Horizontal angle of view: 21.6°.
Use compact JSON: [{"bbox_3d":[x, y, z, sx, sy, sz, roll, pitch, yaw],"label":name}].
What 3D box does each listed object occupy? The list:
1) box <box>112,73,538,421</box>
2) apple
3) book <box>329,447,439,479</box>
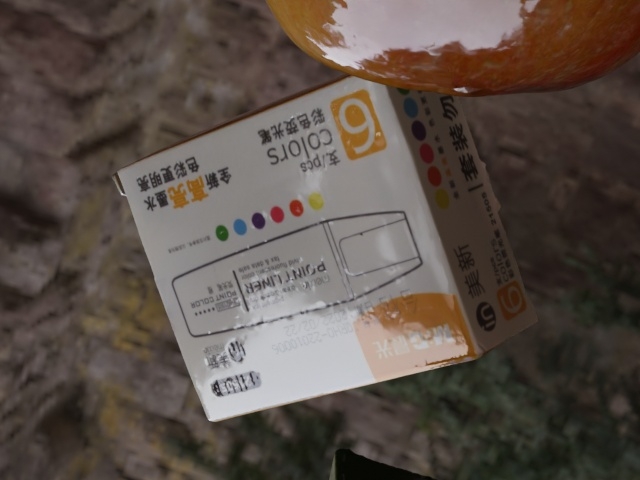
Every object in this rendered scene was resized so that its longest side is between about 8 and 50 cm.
[{"bbox_3d":[0.000,0.000,1.232,0.091,0.274,0.221,-24,-87,-52],"label":"box"},{"bbox_3d":[0.081,-0.182,0.891,0.253,0.254,0.253,16,-153,-8],"label":"apple"},{"bbox_3d":[0.182,0.244,1.041,0.370,0.043,0.260,17,-163,-5],"label":"book"}]
